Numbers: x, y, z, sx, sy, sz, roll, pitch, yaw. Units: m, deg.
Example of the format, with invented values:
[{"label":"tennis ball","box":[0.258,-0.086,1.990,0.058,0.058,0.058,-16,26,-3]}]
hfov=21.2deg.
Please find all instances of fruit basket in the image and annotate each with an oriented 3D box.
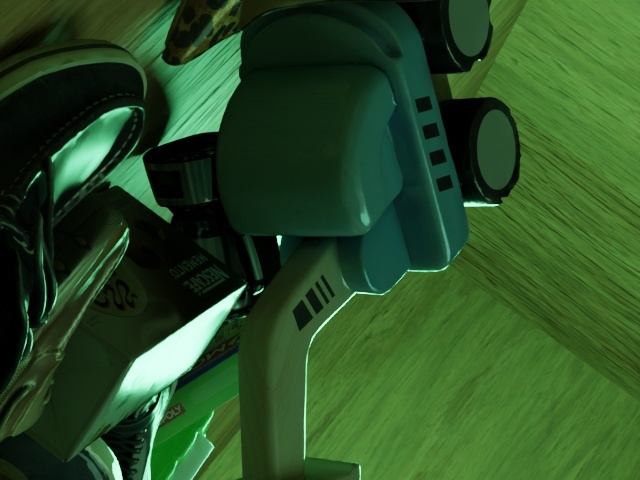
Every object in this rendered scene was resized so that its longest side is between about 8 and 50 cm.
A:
[{"label":"fruit basket","box":[-0.279,0.325,2.259,0.327,0.165,0.353,-55,180,-39]}]

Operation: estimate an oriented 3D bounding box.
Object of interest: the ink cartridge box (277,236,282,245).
[{"label":"ink cartridge box","box":[-0.062,-0.084,2.252,0.308,0.091,0.385,-53,156,-8]}]

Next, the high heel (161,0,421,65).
[{"label":"high heel","box":[-0.001,-0.208,1.479,0.261,0.186,0.093,-51,172,-22]}]

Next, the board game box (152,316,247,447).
[{"label":"board game box","box":[-0.180,0.172,1.971,0.317,0.046,0.213,-32,-167,5]}]

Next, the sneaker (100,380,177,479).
[{"label":"sneaker","box":[-0.214,0.206,1.748,0.163,0.086,0.226,70,34,-79]}]

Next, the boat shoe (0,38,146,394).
[{"label":"boat shoe","box":[-0.248,0.027,1.131,0.500,0.156,0.187,-48,169,-48]}]

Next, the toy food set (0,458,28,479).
[{"label":"toy food set","box":[-0.333,0.228,1.184,0.220,0.306,0.092,102,-21,-72]}]

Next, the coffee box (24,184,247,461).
[{"label":"coffee box","box":[-0.204,0.065,1.532,0.119,0.168,0.297,-57,172,19]}]

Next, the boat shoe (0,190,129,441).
[{"label":"boat shoe","box":[-0.267,0.095,1.339,0.324,0.123,0.116,-45,141,0]}]

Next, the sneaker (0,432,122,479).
[{"label":"sneaker","box":[-0.275,0.317,1.623,0.148,0.131,0.350,-68,171,-50]}]

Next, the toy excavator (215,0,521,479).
[{"label":"toy excavator","box":[0.000,0.000,1.590,0.445,0.222,0.433,-45,127,-45]}]

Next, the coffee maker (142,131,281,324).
[{"label":"coffee maker","box":[-0.100,-0.020,1.731,0.171,0.120,0.178,-38,123,-69]}]

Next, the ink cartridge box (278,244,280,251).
[{"label":"ink cartridge box","box":[-0.073,0.038,2.154,0.189,0.097,0.255,-15,135,-57]}]
